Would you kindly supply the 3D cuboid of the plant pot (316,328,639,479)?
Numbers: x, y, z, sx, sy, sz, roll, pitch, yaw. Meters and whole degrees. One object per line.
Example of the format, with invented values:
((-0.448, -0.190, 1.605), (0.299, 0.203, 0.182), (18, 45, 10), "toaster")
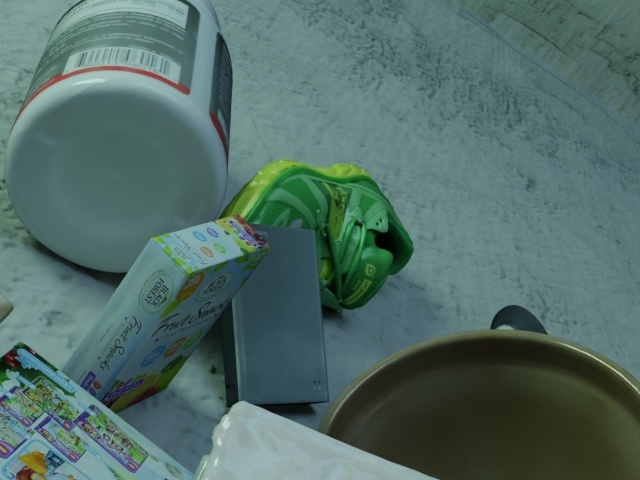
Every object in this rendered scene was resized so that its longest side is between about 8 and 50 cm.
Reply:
((0.117, 0.178, 0.809), (0.237, 0.109, 0.237), (-7, 37, 5), "plant pot")

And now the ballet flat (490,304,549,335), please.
((0.187, 0.127, 1.099), (0.074, 0.074, 0.203), (19, 32, -32), "ballet flat")

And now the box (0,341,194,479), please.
((-0.103, 0.195, 0.616), (0.293, 0.057, 0.201), (37, 24, 3), "box")

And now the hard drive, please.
((-0.036, 0.056, 0.898), (0.094, 0.022, 0.135), (6, 75, -47), "hard drive")

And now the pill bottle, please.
((-0.152, -0.112, 0.971), (0.161, 0.161, 0.283), (28, 26, -18), "pill bottle")

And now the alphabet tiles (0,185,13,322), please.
((-0.341, -0.025, 0.614), (0.342, 0.011, 0.285), (41, 46, -3), "alphabet tiles")

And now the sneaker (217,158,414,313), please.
((0.000, 0.000, 1.032), (0.123, 0.109, 0.295), (43, 27, 17), "sneaker")

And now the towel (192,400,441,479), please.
((0.056, 0.251, 0.452), (0.317, 0.053, 0.332), (22, 47, -1), "towel")

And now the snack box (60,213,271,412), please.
((-0.104, 0.051, 0.768), (0.037, 0.141, 0.100), (43, 25, 13), "snack box")
